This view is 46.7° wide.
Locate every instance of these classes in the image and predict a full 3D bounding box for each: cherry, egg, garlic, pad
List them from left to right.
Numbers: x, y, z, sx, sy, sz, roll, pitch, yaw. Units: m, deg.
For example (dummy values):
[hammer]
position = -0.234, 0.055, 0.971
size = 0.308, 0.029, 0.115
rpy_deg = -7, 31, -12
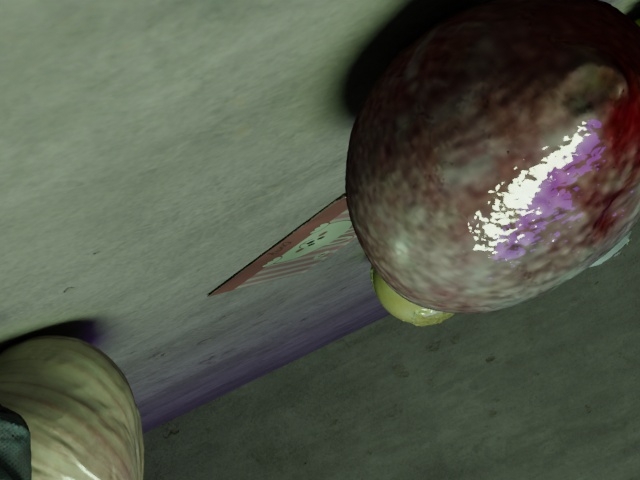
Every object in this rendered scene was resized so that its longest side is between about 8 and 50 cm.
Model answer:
[garlic]
position = -0.332, 0.275, 0.845
size = 0.317, 0.260, 0.317
rpy_deg = -64, -174, 12
[pad]
position = 0.000, 0.001, 1.010
size = 0.202, 0.005, 0.300
rpy_deg = -11, 162, -48
[egg]
position = 0.166, 0.065, 1.244
size = 0.164, 0.164, 0.201
rpy_deg = -24, 173, -4
[cherry]
position = 0.131, -0.061, 0.528
size = 0.230, 0.202, 0.300
rpy_deg = -18, 166, -10

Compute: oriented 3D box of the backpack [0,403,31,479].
[backpack]
position = -0.432, 0.198, 0.571
size = 0.283, 0.197, 0.317
rpy_deg = -31, 147, 19

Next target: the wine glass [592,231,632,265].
[wine glass]
position = 0.385, -0.052, 1.129
size = 0.191, 0.190, 0.357
rpy_deg = -29, 164, 19

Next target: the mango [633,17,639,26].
[mango]
position = 0.363, -0.143, 0.736
size = 0.186, 0.149, 0.273
rpy_deg = -6, 175, 17
